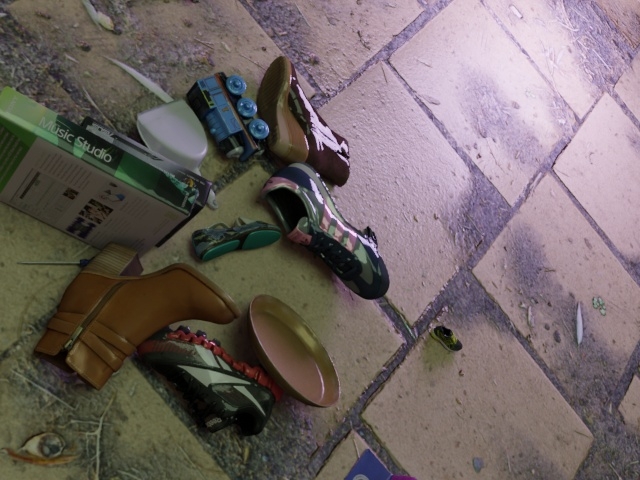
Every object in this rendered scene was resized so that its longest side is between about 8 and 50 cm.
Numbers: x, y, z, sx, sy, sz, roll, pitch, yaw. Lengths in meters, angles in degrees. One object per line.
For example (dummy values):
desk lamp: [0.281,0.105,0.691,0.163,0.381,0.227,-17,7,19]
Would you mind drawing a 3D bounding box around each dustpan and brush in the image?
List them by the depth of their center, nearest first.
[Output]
dustpan and brush: [-0.247,-0.153,1.597,0.211,0.060,0.147,50,36,3]

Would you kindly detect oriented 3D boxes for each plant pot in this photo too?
plant pot: [-0.053,0.200,1.515,0.236,0.032,0.236,45,18,-19]

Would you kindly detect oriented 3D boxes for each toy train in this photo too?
toy train: [-0.179,-0.239,1.669,0.105,0.080,0.184,-26,87,-32]

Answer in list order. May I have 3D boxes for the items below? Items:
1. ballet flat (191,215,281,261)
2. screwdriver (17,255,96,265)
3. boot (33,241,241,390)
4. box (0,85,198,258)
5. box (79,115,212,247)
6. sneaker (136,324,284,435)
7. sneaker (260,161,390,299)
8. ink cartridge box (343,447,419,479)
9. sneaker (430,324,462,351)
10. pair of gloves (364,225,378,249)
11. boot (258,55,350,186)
ballet flat: [-0.157,-0.014,1.586,0.188,0.070,0.070,-14,77,-43]
screwdriver: [-0.407,0.035,1.403,0.169,0.025,0.024,4,67,-36]
boot: [-0.284,0.131,1.320,0.283,0.109,0.220,21,60,16]
box: [-0.384,-0.089,1.342,0.322,0.232,0.059,28,55,-23]
box: [-0.323,-0.091,1.420,0.231,0.183,0.056,29,53,-23]
sneaker: [-0.188,0.238,1.416,0.276,0.097,0.135,31,52,-22]
sneaker: [0.000,0.000,1.656,0.319,0.112,0.131,50,39,5]
ink cartridge box: [0.125,0.588,1.498,0.330,0.071,0.324,50,50,-8]
sneaker: [0.271,0.207,1.805,0.083,0.035,0.031,33,54,-19]
pair of gloves: [0.087,0.004,1.785,0.083,0.010,0.074,0,69,-37]
boot: [-0.028,-0.246,1.793,0.206,0.090,0.249,22,55,-40]
